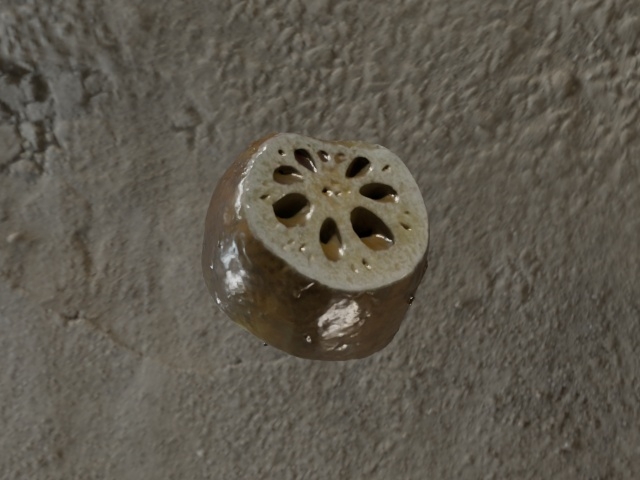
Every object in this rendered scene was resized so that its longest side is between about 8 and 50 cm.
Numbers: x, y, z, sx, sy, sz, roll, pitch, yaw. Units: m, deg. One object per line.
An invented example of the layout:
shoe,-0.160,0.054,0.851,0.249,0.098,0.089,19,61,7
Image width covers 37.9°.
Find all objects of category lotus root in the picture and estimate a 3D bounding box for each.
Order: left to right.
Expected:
lotus root,0.000,0.003,0.498,0.122,0.112,0.081,8,153,-17
